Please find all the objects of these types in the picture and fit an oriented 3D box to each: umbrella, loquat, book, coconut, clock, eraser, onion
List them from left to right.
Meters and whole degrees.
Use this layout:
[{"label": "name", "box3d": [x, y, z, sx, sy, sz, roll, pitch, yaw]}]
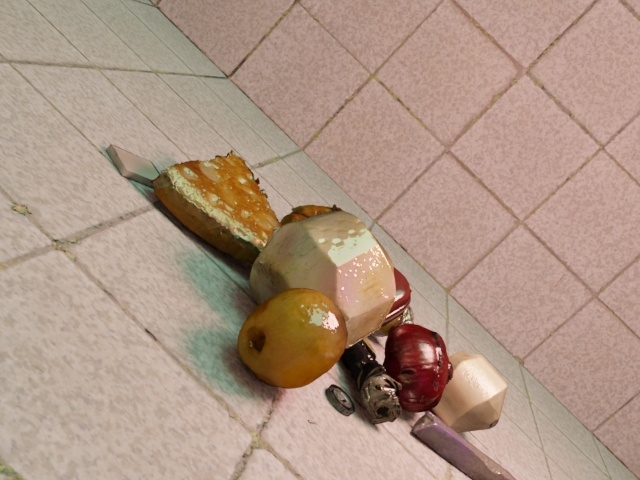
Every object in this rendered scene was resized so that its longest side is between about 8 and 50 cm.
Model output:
[{"label": "eraser", "box3d": [-0.458, -0.180, 1.962, 0.104, 0.023, 0.150, 52, 16, 30]}, {"label": "loquat", "box3d": [-0.055, 0.196, 1.602, 0.238, 0.238, 0.193, 25, 27, -54]}, {"label": "coconut", "box3d": [0.019, 0.096, 1.881, 0.353, 0.352, 0.352, 41, 14, -13]}, {"label": "clock", "box3d": [0.047, 0.370, 1.819, 0.085, 0.017, 0.085, 42, 14, -13]}, {"label": "book", "box3d": [0.108, 0.285, 2.251, 0.111, 0.014, 0.077, 31, 18, -46]}, {"label": "umbrella", "box3d": [0.115, 0.314, 1.987, 0.113, 0.106, 0.357, 59, 1, -33]}, {"label": "onion", "box3d": [0.260, 0.343, 2.106, 0.246, 0.190, 0.246, -3, 90, -78]}, {"label": "coconut", "box3d": [0.424, 0.452, 2.270, 0.241, 0.241, 0.241, 41, 14, -13]}]

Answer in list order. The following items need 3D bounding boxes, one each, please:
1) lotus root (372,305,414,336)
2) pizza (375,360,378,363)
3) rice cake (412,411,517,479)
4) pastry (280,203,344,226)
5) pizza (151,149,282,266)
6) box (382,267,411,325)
[{"label": "lotus root", "box3d": [0.143, 0.162, 2.415, 0.175, 0.175, 0.349, 27, 20, -52]}, {"label": "pizza", "box3d": [0.121, 0.331, 2.133, 0.123, 0.026, 0.109, 52, 18, 17]}, {"label": "rice cake", "box3d": [0.392, 0.577, 2.101, 0.399, 0.070, 0.064, 39, 11, -23]}, {"label": "pastry", "box3d": [-0.005, -0.003, 2.162, 0.236, 0.120, 0.257, -20, 54, -31]}, {"label": "pizza", "box3d": [-0.241, -0.097, 2.089, 0.440, 0.130, 0.406, 35, 26, -21]}, {"label": "box", "box3d": [0.069, 0.092, 2.256, 0.404, 0.108, 0.263, 41, 45, 25]}]
